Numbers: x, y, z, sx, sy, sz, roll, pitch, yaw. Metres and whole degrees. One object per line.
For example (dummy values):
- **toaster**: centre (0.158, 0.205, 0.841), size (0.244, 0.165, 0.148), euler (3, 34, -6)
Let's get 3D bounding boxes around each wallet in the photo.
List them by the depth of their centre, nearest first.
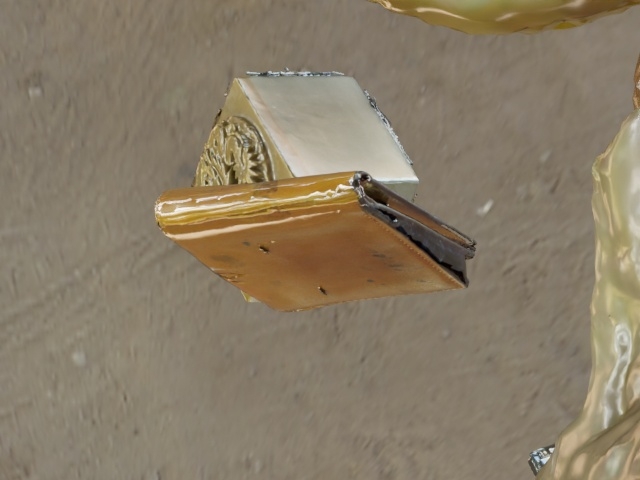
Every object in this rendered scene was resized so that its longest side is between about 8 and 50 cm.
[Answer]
- **wallet**: centre (-0.001, -0.003, 1.221), size (0.161, 0.195, 0.042), euler (-9, 67, 27)

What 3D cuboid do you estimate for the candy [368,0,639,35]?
- **candy**: centre (0.072, -0.209, 0.705), size (0.260, 0.118, 0.260), euler (0, 109, 0)

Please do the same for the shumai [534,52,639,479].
- **shumai**: centre (0.123, 0.022, 0.349), size (0.166, 0.206, 0.175), euler (9, 77, -41)

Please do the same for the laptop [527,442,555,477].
- **laptop**: centre (0.242, 0.189, 1.312), size (0.180, 0.016, 0.129), euler (-13, 67, -40)

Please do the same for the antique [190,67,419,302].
- **antique**: centre (-0.023, -0.047, 1.539), size (0.148, 0.146, 0.152), euler (-4, 45, -30)
